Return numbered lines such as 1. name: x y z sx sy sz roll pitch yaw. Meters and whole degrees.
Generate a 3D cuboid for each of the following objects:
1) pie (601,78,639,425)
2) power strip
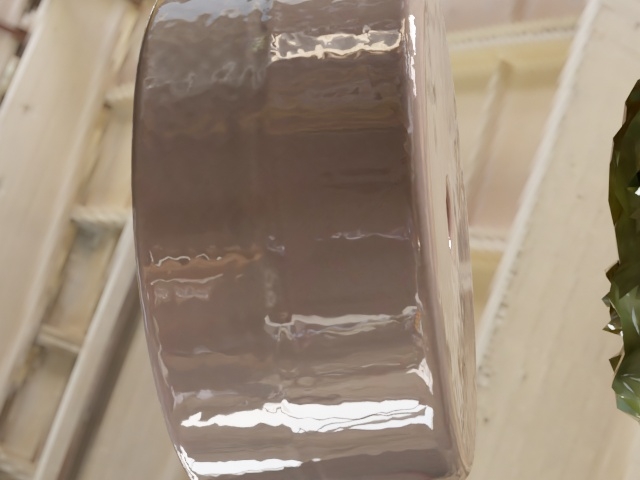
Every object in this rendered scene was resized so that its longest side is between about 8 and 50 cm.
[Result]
1. pie: 0.282 -0.013 0.329 0.418 0.395 0.180 -33 179 -7
2. power strip: 0.000 0.000 0.450 0.154 0.078 0.154 -4 90 -82
